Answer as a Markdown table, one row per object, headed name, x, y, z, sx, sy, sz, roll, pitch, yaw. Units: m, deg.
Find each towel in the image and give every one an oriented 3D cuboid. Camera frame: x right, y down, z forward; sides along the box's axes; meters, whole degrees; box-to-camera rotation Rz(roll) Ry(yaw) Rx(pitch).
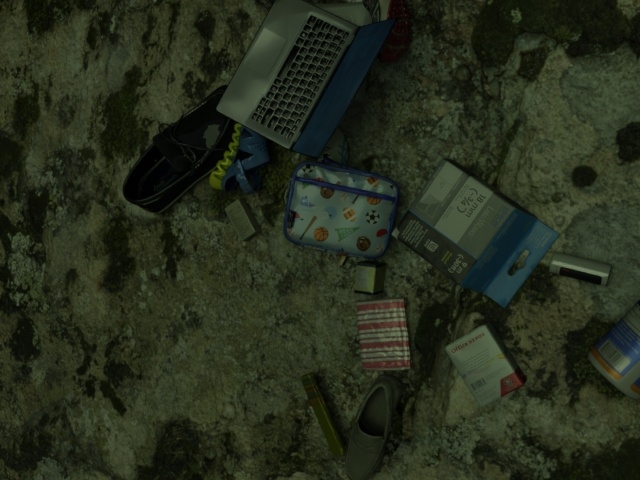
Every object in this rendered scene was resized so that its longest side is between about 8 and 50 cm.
| name | x | y | z | sx | sy | sz | roll | pitch | yaw |
| --- | --- | --- | --- | --- | --- | --- | --- | --- | --- |
| towel | 0.174 | 0.255 | 1.895 | 0.144 | 0.029 | 0.197 | -7 | 86 | 24 |
| towel | 0.007 | 0.485 | 1.948 | 0.021 | 0.102 | 0.237 | -21 | 81 | -20 |

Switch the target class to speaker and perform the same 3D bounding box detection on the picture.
| name | x | y | z | sx | sy | sz | roll | pitch | yaw |
| --- | --- | --- | --- | --- | --- | --- | --- | --- | --- |
| speaker | 0.623 | 0.067 | 1.671 | 0.136 | 0.055 | 0.055 | 16 | 98 | 23 |

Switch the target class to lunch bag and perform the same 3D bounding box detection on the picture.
| name | x | y | z | sx | sy | sz | roll | pitch | yaw |
| --- | --- | --- | --- | --- | --- | --- | --- | --- | --- |
| lunch bag | 0.048 | -0.089 | 1.838 | 0.303 | 0.115 | 0.243 | 13 | 98 | 1 |

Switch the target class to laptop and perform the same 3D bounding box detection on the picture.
| name | x | y | z | sx | sy | sz | roll | pitch | yaw |
| --- | --- | --- | --- | --- | --- | --- | --- | --- | --- |
| laptop | -0.055 | -0.441 | 1.782 | 0.408 | 0.236 | 0.382 | 30 | 91 | 14 |

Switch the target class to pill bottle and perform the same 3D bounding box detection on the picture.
| name | x | y | z | sx | sy | sz | roll | pitch | yaw |
| --- | --- | --- | --- | --- | --- | --- | --- | --- | --- |
| pill bottle | 0.751 | 0.213 | 1.563 | 0.152 | 0.152 | 0.272 | 43 | 107 | 17 |

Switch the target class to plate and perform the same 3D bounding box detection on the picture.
| name | x | y | z | sx | sy | sz | roll | pitch | yaw |
| --- | --- | --- | --- | --- | --- | --- | --- | --- | --- |
| plate | 0.001 | -0.529 | 1.944 | 0.277 | 0.045 | 0.278 | 7 | 93 | 25 |

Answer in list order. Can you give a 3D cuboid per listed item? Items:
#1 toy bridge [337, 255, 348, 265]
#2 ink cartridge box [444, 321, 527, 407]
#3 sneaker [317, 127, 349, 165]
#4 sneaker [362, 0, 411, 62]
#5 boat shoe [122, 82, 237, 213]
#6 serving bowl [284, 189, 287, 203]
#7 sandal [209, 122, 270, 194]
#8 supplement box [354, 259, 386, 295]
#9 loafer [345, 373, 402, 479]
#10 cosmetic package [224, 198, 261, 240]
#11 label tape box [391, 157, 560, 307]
| name | x | y | z | sx | sy | sz | roll | pitch | yaw |
| --- | --- | --- | --- | --- | --- | --- | --- | --- | --- |
| toy bridge | 0.000 | 0.000 | 1.966 | 0.188 | 0.026 | 0.063 | 31 | 101 | 21 |
| ink cartridge box | 0.417 | 0.311 | 1.758 | 0.127 | 0.072 | 0.175 | -35 | 77 | 21 |
| sneaker | 0.020 | -0.200 | 1.921 | 0.085 | 0.086 | 0.237 | 12 | 95 | 25 |
| sneaker | 0.167 | -0.613 | 1.837 | 0.112 | 0.121 | 0.299 | -7 | 81 | 38 |
| boat shoe | -0.406 | -0.269 | 2.076 | 0.500 | 0.156 | 0.187 | -42 | 73 | 18 |
| serving bowl | -0.060 | -0.123 | 1.989 | 0.083 | 0.027 | 0.083 | 1 | 92 | 25 |
| sandal | -0.194 | -0.261 | 2.005 | 0.138 | 0.126 | 0.317 | 33 | 112 | 16 |
| supplement box | 0.134 | 0.100 | 1.876 | 0.056 | 0.083 | 0.083 | 7 | 95 | 24 |
| loafer | 0.130 | 0.512 | 1.871 | 0.112 | 0.111 | 0.319 | 19 | 99 | 23 |
| cosmetic package | -0.230 | -0.060 | 2.060 | 0.060 | 0.041 | 0.115 | -31 | 78 | 22 |
| label tape box | 0.385 | -0.018 | 1.748 | 0.334 | 0.106 | 0.240 | 38 | 106 | 19 |
